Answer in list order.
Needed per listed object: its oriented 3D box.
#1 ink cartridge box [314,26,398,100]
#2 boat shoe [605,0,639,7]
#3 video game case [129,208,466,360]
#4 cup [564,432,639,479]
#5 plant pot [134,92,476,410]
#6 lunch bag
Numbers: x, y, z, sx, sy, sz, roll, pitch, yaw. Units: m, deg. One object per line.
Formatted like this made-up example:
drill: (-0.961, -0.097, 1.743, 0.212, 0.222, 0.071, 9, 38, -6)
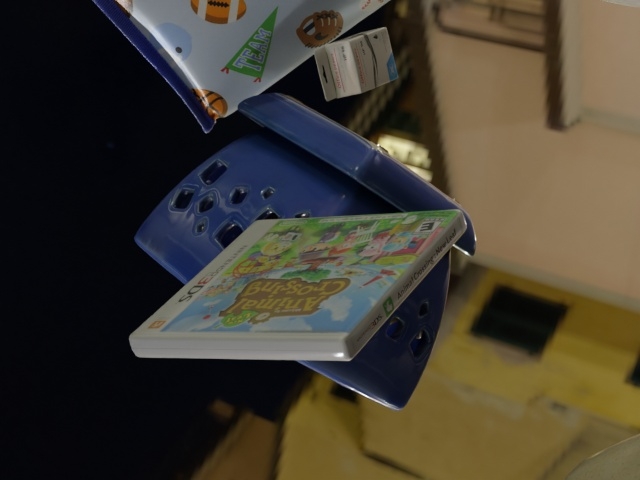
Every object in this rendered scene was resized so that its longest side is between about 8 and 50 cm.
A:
ink cartridge box: (0.032, -0.154, 1.364, 0.083, 0.028, 0.048, -29, -72, -53)
boat shoe: (0.264, -0.258, 1.142, 0.158, 0.340, 0.127, -59, -17, -22)
video game case: (-0.017, 0.033, 1.236, 0.193, 0.212, 0.023, -45, -57, -45)
cup: (0.327, 0.286, 1.335, 0.331, 0.237, 0.331, -7, -80, -41)
plant pot: (0.000, 0.000, 1.545, 0.236, 0.236, 0.212, 32, -90, -44)
lunch bag: (-0.107, -0.358, 1.552, 0.328, 0.239, 0.385, -34, -64, 9)
